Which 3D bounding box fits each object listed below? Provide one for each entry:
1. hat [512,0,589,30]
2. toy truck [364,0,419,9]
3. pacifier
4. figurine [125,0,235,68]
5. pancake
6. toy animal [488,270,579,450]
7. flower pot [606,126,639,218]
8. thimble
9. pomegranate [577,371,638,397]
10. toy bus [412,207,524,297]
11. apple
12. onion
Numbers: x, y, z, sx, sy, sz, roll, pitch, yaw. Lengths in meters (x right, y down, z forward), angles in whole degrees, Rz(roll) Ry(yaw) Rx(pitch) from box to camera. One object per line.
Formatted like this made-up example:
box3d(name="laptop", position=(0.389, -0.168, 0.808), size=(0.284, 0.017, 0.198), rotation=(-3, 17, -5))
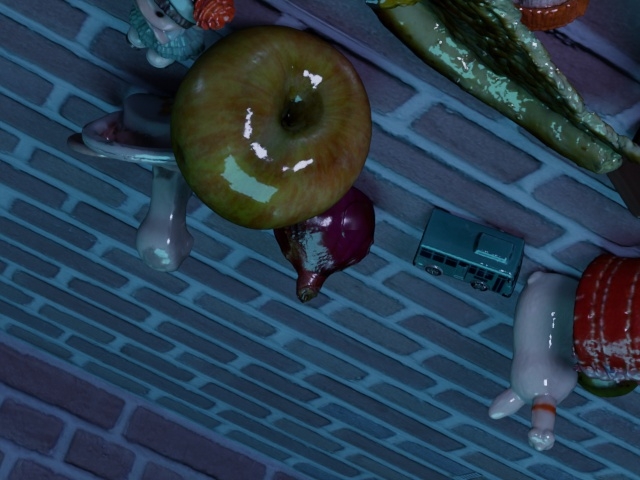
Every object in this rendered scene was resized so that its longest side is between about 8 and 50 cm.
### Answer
box3d(name="hat", position=(0.228, -0.302, 1.334), size=(0.112, 0.093, 0.162), rotation=(5, 133, 11))
box3d(name="toy truck", position=(0.102, -0.330, 1.208), size=(0.165, 0.224, 0.147), rotation=(3, -166, 10))
box3d(name="pacifier", position=(-0.214, -0.106, 1.886), size=(0.332, 0.220, 0.273), rotation=(11, 139, 20))
box3d(name="figurine", position=(-0.176, -0.290, 1.604), size=(0.138, 0.110, 0.245), rotation=(46, 158, -1))
box3d(name="pancake", position=(0.193, -0.197, 1.430), size=(0.427, 0.067, 0.305), rotation=(39, 179, -33))
box3d(name="toy animal", position=(0.357, 0.195, 1.997), size=(0.138, 0.282, 0.141), rotation=(20, 162, -36))
box3d(name="flower pot", position=(0.481, -0.092, 1.538), size=(0.251, 0.084, 0.179), rotation=(1, 149, 37))
box3d(name="thimble", position=(0.441, 0.107, 1.845), size=(0.125, 0.189, 0.163), rotation=(3, 125, 28))
box3d(name="pomegranate", position=(0.467, 0.191, 2.078), size=(0.130, 0.130, 0.130), rotation=(17, 154, 8))
box3d(name="toy bus", position=(0.230, 0.019, 1.949), size=(0.160, 0.079, 0.091), rotation=(20, 154, 5))
box3d(name="apple", position=(-0.070, -0.142, 1.663), size=(0.264, 0.264, 0.264), rotation=(17, 154, 8))
box3d(name="onion", position=(0.012, -0.003, 1.940), size=(0.135, 0.198, 0.173), rotation=(-12, 158, 40))
